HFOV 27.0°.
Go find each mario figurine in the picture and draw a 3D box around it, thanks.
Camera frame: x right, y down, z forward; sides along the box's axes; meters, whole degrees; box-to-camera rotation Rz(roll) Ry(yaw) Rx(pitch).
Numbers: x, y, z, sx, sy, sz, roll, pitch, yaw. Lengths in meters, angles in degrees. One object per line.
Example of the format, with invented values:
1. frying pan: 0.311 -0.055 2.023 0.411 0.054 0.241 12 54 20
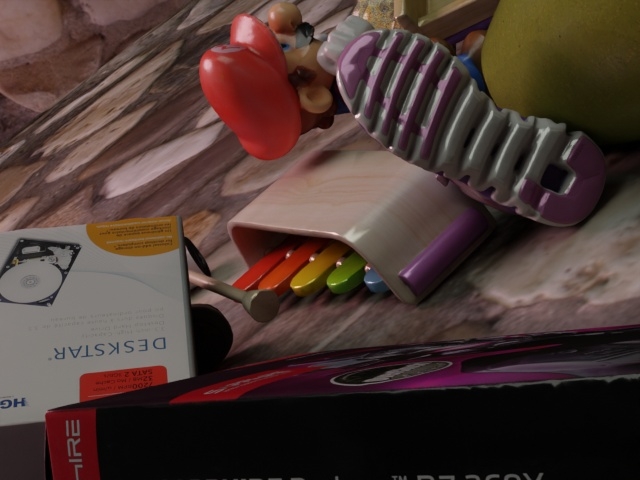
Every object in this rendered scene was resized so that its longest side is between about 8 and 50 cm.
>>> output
1. mario figurine: 0.026 -0.189 1.330 0.320 0.170 0.198 -8 -30 -33

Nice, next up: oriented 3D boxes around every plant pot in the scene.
1. plant pot: 0.267 -0.193 1.055 0.275 0.275 0.293 -50 7 -35

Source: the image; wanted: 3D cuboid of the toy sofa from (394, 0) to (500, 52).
1. toy sofa: 0.270 -0.317 1.483 0.362 0.177 0.150 -22 48 30

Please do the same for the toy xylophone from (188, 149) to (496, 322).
1. toy xylophone: 0.000 0.000 1.233 0.236 0.081 0.322 -39 21 -12

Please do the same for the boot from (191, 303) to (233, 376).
1. boot: -0.192 0.105 1.297 0.236 0.085 0.178 -30 18 8

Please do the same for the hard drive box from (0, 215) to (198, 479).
1. hard drive box: -0.192 0.091 1.097 0.181 0.089 0.232 -6 41 -6

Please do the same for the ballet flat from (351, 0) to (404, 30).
1. ballet flat: 0.116 -0.358 1.785 0.123 0.123 0.348 -22 26 30

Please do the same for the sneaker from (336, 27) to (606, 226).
1. sneaker: 0.112 -0.084 1.090 0.095 0.236 0.104 -61 7 -6

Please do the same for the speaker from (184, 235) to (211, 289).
1. speaker: -0.188 0.052 1.448 0.136 0.055 0.055 -31 20 7

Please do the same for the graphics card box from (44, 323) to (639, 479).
1. graphics card box: 0.075 0.099 0.658 0.371 0.094 0.233 -7 -1 34
